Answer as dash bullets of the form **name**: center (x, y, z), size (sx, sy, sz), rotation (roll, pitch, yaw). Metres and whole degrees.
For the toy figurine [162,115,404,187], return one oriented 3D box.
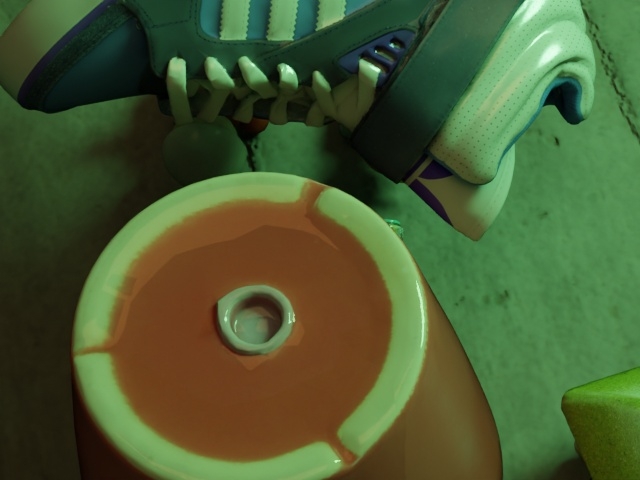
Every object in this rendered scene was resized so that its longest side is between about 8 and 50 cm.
- **toy figurine**: center (-0.017, -0.134, 1.092), size (0.209, 0.213, 0.148), rotation (2, 53, 2)

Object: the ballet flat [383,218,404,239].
- **ballet flat**: center (0.000, 0.000, 1.118), size (0.114, 0.041, 0.041), rotation (6, 63, 10)

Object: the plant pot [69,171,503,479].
- **plant pot**: center (-0.028, 0.100, 0.951), size (0.275, 0.243, 0.275), rotation (-2, 61, 4)

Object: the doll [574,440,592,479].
- **doll**: center (0.207, 0.168, 1.002), size (0.129, 0.046, 0.189), rotation (34, 64, 22)

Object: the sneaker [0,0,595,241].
- **sneaker**: center (0.002, -0.087, 0.919), size (0.323, 0.130, 0.236), rotation (-28, 83, -9)

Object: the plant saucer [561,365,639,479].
- **plant saucer**: center (0.269, 0.145, 0.971), size (0.188, 0.045, 0.188), rotation (-16, 69, -17)
